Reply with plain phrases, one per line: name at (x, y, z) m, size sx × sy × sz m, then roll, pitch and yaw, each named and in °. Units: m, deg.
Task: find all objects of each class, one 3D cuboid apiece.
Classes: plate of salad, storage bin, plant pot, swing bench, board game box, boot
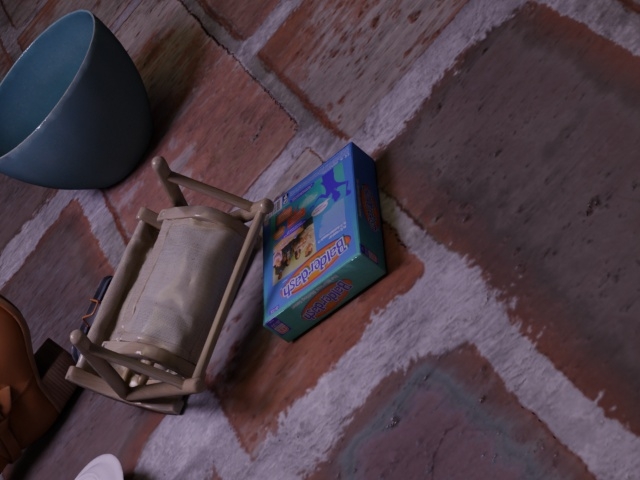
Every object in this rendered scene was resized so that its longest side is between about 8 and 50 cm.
plate of salad at (-0.284, 0.357, 1.804) m, size 0.200 × 0.048 × 0.200 m, roll -41°, pitch 34°, yaw 36°
storage bin at (-0.262, 0.113, 1.996) m, size 0.091 × 0.098 × 0.135 m, roll -4°, pitch 55°, yaw 40°
plant pot at (-0.382, -0.194, 2.363) m, size 0.290 × 0.195 × 0.290 m, roll -34°, pitch 36°, yaw 29°
swing bench at (-0.190, 0.067, 1.838) m, size 0.254 × 0.165 × 0.253 m, roll 124°, pitch 167°, yaw -72°
board game box at (0.000, 0.000, 1.788) m, size 0.160 × 0.047 × 0.210 m, roll -36°, pitch 33°, yaw 26°
boot at (-0.479, 0.184, 2.019) m, size 0.220 × 0.283 × 0.109 m, roll -51°, pitch 34°, yaw -12°
